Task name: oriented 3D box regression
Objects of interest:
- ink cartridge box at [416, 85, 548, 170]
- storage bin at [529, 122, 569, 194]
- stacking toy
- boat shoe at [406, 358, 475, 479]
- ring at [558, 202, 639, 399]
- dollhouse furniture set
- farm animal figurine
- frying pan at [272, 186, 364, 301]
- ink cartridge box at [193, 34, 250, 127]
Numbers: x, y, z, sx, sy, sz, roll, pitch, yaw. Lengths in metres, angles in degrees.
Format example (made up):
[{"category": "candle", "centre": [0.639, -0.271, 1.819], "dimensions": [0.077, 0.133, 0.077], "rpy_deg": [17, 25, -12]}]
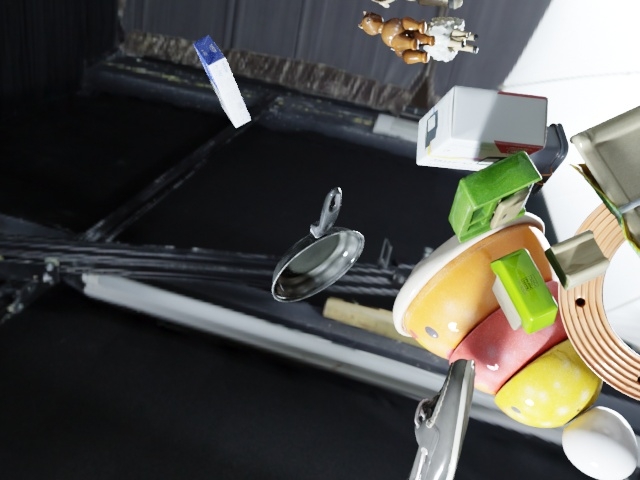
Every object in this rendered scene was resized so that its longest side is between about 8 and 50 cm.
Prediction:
[{"category": "ink cartridge box", "centre": [0.218, -0.149, 0.921], "dimensions": [0.127, 0.072, 0.175], "rpy_deg": [5, 175, -5]}, {"category": "storage bin", "centre": [0.380, -0.152, 1.226], "dimensions": [0.091, 0.135, 0.098], "rpy_deg": [8, -127, -12]}, {"category": "stacking toy", "centre": [0.389, 0.214, 1.207], "dimensions": [0.350, 0.350, 0.480], "rpy_deg": [-11, -127, -35]}, {"category": "boat shoe", "centre": [0.161, 0.327, 0.998], "dimensions": [0.095, 0.335, 0.112], "rpy_deg": [12, -162, 18]}, {"category": "ring", "centre": [0.503, 0.070, 0.908], "dimensions": [0.336, 0.337, 0.032], "rpy_deg": [18, -167, 13]}, {"category": "dollhouse furniture set", "centre": [0.339, -0.028, 0.808], "dimensions": [0.301, 0.151, 0.197], "rpy_deg": [-24, -108, 1]}, {"category": "farm animal figurine", "centre": [0.166, -0.489, 1.171], "dimensions": [0.172, 0.330, 0.327], "rpy_deg": [21, -155, 35]}, {"category": "frying pan", "centre": [-0.024, 0.018, 1.160], "dimensions": [0.197, 0.326, 0.053], "rpy_deg": [-35, -116, -1]}, {"category": "ink cartridge box", "centre": [-0.231, -0.374, 1.574], "dimensions": [0.046, 0.207, 0.097], "rpy_deg": [-29, -123, -6]}]
